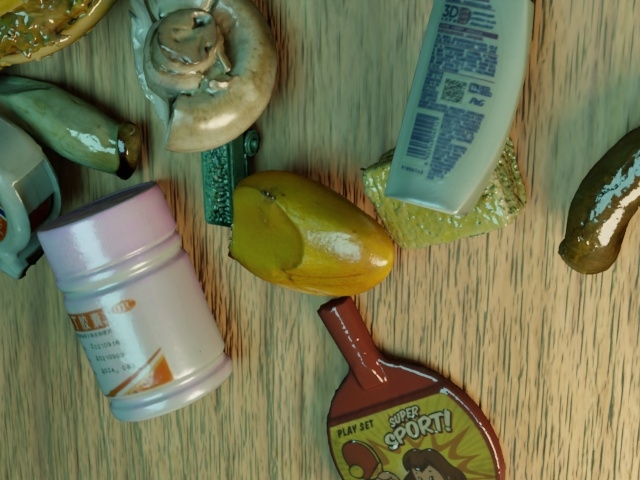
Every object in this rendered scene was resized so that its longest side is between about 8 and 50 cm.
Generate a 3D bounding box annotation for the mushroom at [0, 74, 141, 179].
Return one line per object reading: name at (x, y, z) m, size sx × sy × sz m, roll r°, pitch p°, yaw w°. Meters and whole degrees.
mushroom at (-0.412, -0.190, 2.022) m, size 0.333 × 0.087 × 0.107 m, roll 28°, pitch 142°, yaw 17°

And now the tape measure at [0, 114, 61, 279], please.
tape measure at (-0.504, -0.090, 2.036) m, size 0.243 × 0.125 × 0.246 m, roll 38°, pitch 140°, yaw 1°

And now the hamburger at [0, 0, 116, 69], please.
hamburger at (-0.374, -0.390, 1.770) m, size 0.445 × 0.268 × 0.287 m, roll -49°, pitch 60°, yaw 12°

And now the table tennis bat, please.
table tennis bat at (0.115, 0.267, 1.970) m, size 0.268 × 0.051 × 0.414 m, roll -22°, pitch 102°, yaw 31°

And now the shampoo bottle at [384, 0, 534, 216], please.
shampoo bottle at (0.187, -0.211, 1.654) m, size 0.134 × 0.078 × 0.359 m, roll 16°, pitch 92°, yaw 20°

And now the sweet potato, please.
sweet potato at (0.399, -0.077, 1.681) m, size 0.112 × 0.085 × 0.285 m, roll 29°, pitch 113°, yaw -26°

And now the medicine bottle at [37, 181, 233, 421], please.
medicine bottle at (-0.277, 0.091, 2.002) m, size 0.202 × 0.202 × 0.315 m, roll -16°, pitch 101°, yaw 30°

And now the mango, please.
mango at (0.000, 0.000, 1.840) m, size 0.257 × 0.138 × 0.187 m, roll 25°, pitch 140°, yaw 31°

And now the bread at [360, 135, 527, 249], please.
bread at (0.168, -0.073, 1.775) m, size 0.196 × 0.102 × 0.138 m, roll -16°, pitch 99°, yaw 33°

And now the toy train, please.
toy train at (-0.132, -0.094, 1.916) m, size 0.070 × 0.099 × 0.172 m, roll 9°, pitch 114°, yaw 24°

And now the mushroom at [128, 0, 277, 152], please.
mushroom at (-0.151, -0.256, 1.800) m, size 0.195 × 0.189 × 0.253 m, roll 135°, pitch 118°, yaw -72°
